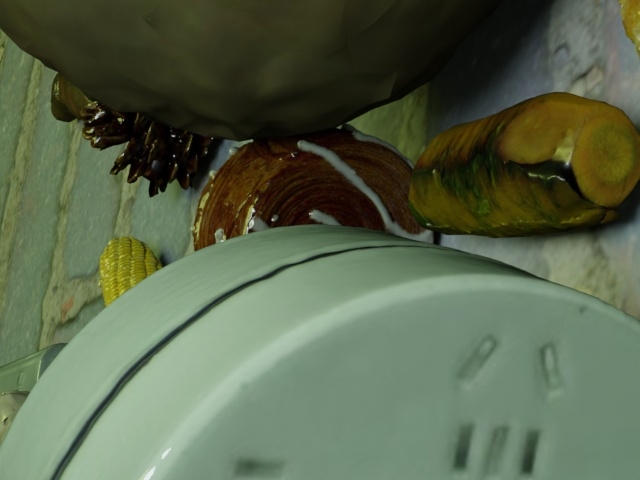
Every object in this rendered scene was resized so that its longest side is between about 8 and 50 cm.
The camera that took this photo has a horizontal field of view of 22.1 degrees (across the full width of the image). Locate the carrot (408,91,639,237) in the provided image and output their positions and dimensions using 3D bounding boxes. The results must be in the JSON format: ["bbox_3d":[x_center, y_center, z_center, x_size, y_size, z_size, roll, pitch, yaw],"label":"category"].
[{"bbox_3d":[0.117,-0.041,0.952,0.173,0.082,0.082,-2,73,62],"label":"carrot"}]

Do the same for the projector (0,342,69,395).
[{"bbox_3d":[-0.258,0.233,1.499,0.198,0.108,0.250,-23,57,57],"label":"projector"}]

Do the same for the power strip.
[{"bbox_3d":[0.032,0.160,0.727,0.161,0.357,0.357,18,91,63],"label":"power strip"}]

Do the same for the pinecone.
[{"bbox_3d":[-0.153,-0.111,1.479,0.140,0.120,0.140,-162,90,-72],"label":"pinecone"}]

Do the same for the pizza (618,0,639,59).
[{"bbox_3d":[0.210,-0.223,0.904,0.197,0.058,0.292,0,74,64],"label":"pizza"}]

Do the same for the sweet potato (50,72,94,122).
[{"bbox_3d":[-0.247,-0.158,1.749,0.273,0.075,0.075,14,88,66],"label":"sweet potato"}]

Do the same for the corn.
[{"bbox_3d":[-0.157,0.063,1.442,0.067,0.067,0.206,-63,28,20],"label":"corn"}]

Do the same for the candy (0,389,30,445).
[{"bbox_3d":[-0.159,0.243,1.213,0.135,0.179,0.321,-66,27,15],"label":"candy"}]

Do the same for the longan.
[{"bbox_3d":[-0.045,-0.280,1.015,0.404,0.404,0.436,-48,13,41],"label":"longan"}]

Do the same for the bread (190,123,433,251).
[{"bbox_3d":[0.000,0.000,1.069,0.073,0.160,0.160,12,86,55],"label":"bread"}]
